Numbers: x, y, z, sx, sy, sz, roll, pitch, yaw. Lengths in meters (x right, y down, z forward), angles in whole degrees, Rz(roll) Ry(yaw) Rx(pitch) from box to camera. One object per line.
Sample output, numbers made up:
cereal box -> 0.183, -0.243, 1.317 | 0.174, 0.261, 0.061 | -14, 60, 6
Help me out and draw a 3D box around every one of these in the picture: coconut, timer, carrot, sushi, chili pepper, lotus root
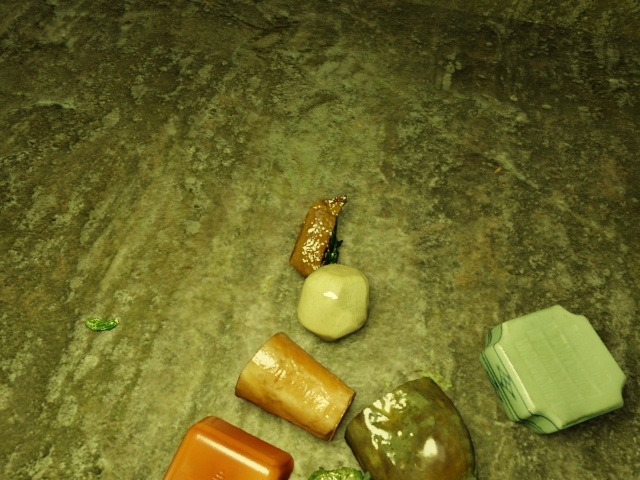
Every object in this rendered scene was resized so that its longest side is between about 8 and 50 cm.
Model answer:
coconut -> 0.038, 0.178, 1.137 | 0.225, 0.224, 0.224 | 1, 58, -2
timer -> -0.227, 0.568, 0.933 | 0.258, 0.161, 0.249 | 22, 75, 11
carrot -> -0.055, 0.371, 1.015 | 0.254, 0.195, 0.196 | 32, 62, 14
sushi -> -0.001, 0.000, 1.270 | 0.140, 0.149, 0.286 | 20, 79, -2
chili pepper -> -0.617, 0.235, 1.168 | 0.091, 0.030, 0.034 | 3, 33, -3
lotus root -> 0.225, 0.480, 0.944 | 0.267, 0.149, 0.260 | -25, 45, -13

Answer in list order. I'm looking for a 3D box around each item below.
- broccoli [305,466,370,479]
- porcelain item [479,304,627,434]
broccoli -> 0.054, 0.600, 0.810 | 0.322, 0.283, 0.303 | -19, 48, 22
porcelain item -> 0.589, 0.332, 1.081 | 0.282, 0.157, 0.285 | -16, 61, -10
